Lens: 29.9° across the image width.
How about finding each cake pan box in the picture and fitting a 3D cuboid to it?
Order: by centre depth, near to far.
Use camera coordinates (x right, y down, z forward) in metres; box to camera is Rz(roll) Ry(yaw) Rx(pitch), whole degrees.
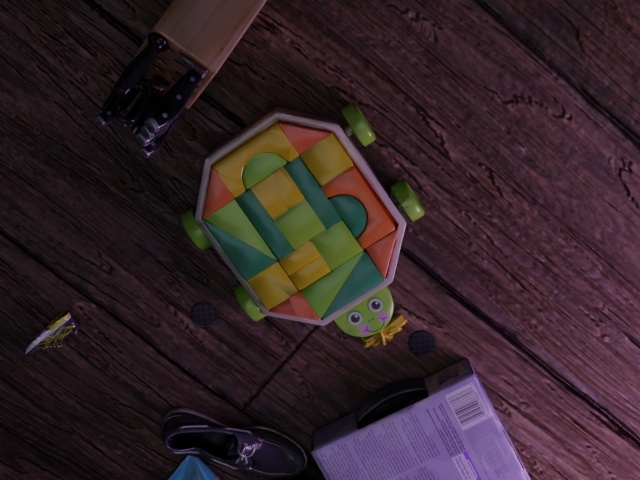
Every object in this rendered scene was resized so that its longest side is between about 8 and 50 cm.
[{"bbox_3d":[0.147,0.320,1.632,0.245,0.070,0.267,-28,105,5],"label":"cake pan box"}]

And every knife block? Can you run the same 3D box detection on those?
[{"bbox_3d":[-0.145,-0.232,1.377,0.088,0.242,0.276,36,103,-11],"label":"knife block"}]

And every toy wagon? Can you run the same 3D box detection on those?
[{"bbox_3d":[0.000,0.000,1.536,0.267,0.068,0.344,-33,104,9],"label":"toy wagon"}]

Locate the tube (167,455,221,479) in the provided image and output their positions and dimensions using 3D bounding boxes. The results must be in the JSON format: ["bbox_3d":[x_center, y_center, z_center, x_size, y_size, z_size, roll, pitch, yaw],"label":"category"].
[{"bbox_3d":[-0.125,0.386,1.662,0.207,0.052,0.080,41,92,-4],"label":"tube"}]

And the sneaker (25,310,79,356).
[{"bbox_3d":[-0.356,0.131,1.590,0.083,0.031,0.035,-40,103,10],"label":"sneaker"}]

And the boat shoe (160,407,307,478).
[{"bbox_3d":[-0.118,0.286,1.620,0.206,0.065,0.075,18,105,-6],"label":"boat shoe"}]
